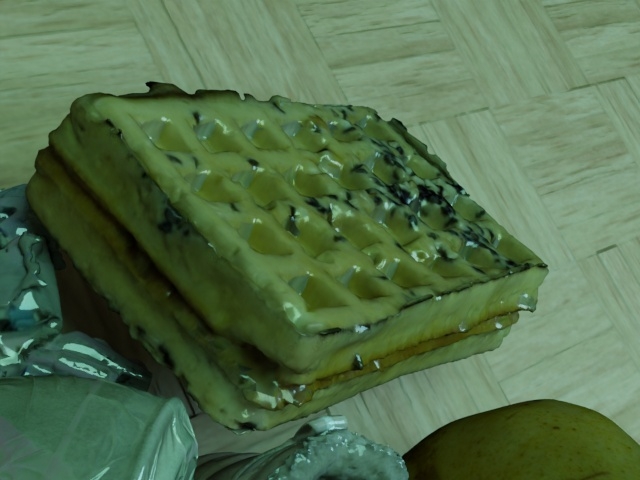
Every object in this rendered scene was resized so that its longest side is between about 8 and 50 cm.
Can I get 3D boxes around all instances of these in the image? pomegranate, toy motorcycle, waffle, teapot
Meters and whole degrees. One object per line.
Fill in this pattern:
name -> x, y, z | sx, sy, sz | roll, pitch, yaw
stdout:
pomegranate -> 0.168, 0.243, 0.807 | 0.264, 0.264, 0.264 | 17, 55, -26
toy motorcycle -> -0.215, 0.037, 0.761 | 0.239, 0.108, 0.204 | 38, 48, -10
waffle -> 0.000, 0.000, 0.831 | 0.261, 0.114, 0.376 | 43, 27, 25
teapot -> -0.172, 0.163, 0.638 | 0.178, 0.221, 0.163 | 15, 62, 3

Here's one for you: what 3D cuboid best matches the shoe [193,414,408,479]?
shoe -> -0.016, 0.287, 0.691 | 0.172, 0.198, 0.350 | -1, 63, -33
